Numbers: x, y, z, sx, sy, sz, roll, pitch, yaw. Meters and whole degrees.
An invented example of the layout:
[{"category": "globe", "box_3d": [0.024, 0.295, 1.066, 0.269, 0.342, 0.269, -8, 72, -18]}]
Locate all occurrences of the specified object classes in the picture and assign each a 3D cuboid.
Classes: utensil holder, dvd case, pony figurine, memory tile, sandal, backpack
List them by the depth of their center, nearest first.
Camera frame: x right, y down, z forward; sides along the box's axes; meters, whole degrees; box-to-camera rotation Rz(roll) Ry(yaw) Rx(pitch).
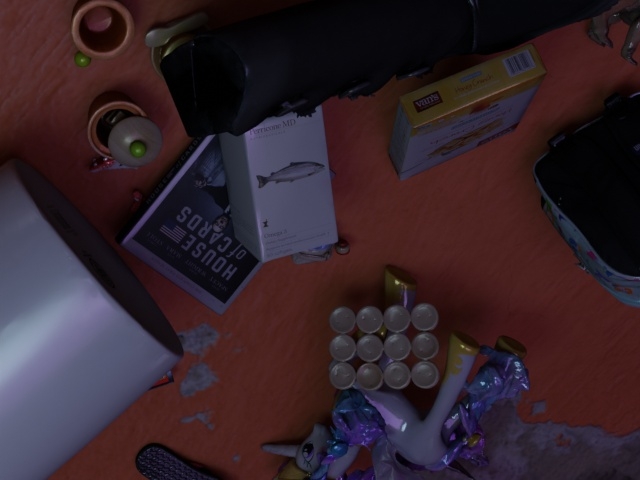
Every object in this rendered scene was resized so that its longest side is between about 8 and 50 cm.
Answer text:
[{"category": "utensil holder", "box_3d": [-0.395, 0.144, 1.443, 0.385, 0.327, 0.328, -39, 122, -1]}, {"category": "dvd case", "box_3d": [-0.118, -0.044, 1.595, 0.179, 0.029, 0.239, 38, 91, -31]}, {"category": "memory tile", "box_3d": [0.083, 0.140, 1.651, 0.148, 0.012, 0.113, -2, 85, 14]}, {"category": "backpack", "box_3d": [0.429, -0.038, 1.669, 0.225, 0.253, 0.191, -34, 142, 0]}, {"category": "pony figurine", "box_3d": [0.130, 0.271, 1.753, 0.351, 0.303, 0.363, 31, 110, 4]}, {"category": "sandal", "box_3d": [-0.185, 0.343, 1.798, 0.179, 0.040, 0.067, 40, 94, -16]}]

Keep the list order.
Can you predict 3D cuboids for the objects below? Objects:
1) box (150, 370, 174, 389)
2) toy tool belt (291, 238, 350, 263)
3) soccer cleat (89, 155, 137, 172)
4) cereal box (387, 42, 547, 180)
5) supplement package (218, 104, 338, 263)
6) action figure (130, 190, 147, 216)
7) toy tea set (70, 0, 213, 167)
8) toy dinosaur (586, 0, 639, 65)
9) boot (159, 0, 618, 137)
[{"category": "box", "box_3d": [-0.307, 0.166, 1.659, 0.207, 0.036, 0.114, -17, 121, -9]}, {"category": "toy tool belt", "box_3d": [0.000, 0.000, 1.664, 0.083, 0.052, 0.051, -9, 128, -14]}, {"category": "soccer cleat", "box_3d": [-0.242, -0.098, 1.546, 0.083, 0.029, 0.036, -28, 118, -8]}, {"category": "cereal box", "box_3d": [0.174, -0.153, 1.551, 0.173, 0.240, 0.047, -24, 79, -4]}, {"category": "supplement package", "box_3d": [-0.053, -0.081, 1.531, 0.105, 0.105, 0.179, -16, 114, -18]}, {"category": "action figure", "box_3d": [-0.210, -0.016, 1.598, 0.038, 0.030, 0.115, -33, 120, -12]}, {"category": "toy tea set", "box_3d": [-0.195, -0.240, 1.428, 0.200, 0.124, 0.336, -10, 119, -13]}, {"category": "toy dinosaur", "box_3d": [0.389, -0.334, 1.544, 0.295, 0.127, 0.200, 20, 109, -46]}, {"category": "boot", "box_3d": [0.084, -0.249, 1.345, 0.445, 0.367, 0.146, -16, 80, -26]}]
